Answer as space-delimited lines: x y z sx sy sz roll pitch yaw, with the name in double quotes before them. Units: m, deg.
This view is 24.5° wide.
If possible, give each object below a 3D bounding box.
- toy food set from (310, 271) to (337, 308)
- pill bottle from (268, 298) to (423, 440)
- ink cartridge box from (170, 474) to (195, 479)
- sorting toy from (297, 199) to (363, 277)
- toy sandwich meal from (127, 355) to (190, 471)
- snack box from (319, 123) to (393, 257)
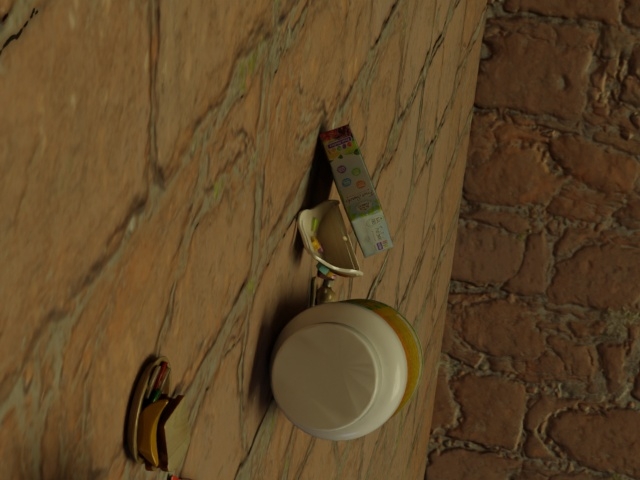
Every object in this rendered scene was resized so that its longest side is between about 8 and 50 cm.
"toy food set" 0.014 0.036 1.656 0.122 0.019 0.078 -65 162 -55
"pill bottle" 0.025 0.128 1.480 0.245 0.136 0.136 6 95 -80
"ink cartridge box" -0.103 0.226 1.186 0.115 0.029 0.063 65 37 -74
"sorting toy" 0.000 0.000 1.476 0.075 0.045 0.083 21 48 -65
"toy sandwich meal" -0.111 0.123 1.033 0.085 0.029 0.085 11 90 -80
"snack box" 0.038 -0.049 1.530 0.141 0.037 0.100 64 4 -72
